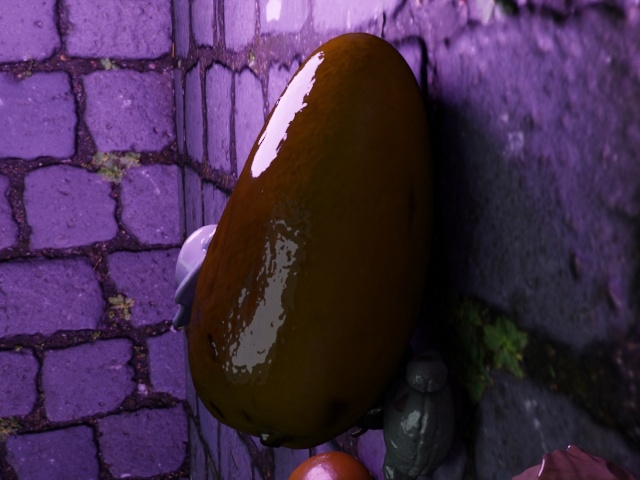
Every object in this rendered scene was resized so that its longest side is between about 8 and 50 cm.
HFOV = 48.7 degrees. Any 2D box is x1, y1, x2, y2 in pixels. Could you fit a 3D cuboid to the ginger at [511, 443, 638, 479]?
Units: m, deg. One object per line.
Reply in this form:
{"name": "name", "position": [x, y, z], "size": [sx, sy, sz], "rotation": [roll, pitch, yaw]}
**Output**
{"name": "ginger", "position": [0.184, 0.268, 0.447], "size": [0.221, 0.130, 0.276], "rotation": [162, 102, -80]}

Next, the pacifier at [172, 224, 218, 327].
{"name": "pacifier", "position": [-0.141, 0.085, 1.266], "size": [0.233, 0.244, 0.299], "rotation": [48, 155, 10]}

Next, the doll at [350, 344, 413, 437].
{"name": "doll", "position": [0.063, 0.160, 0.844], "size": [0.165, 0.057, 0.139], "rotation": [140, 137, -59]}

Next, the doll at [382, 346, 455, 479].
{"name": "doll", "position": [0.101, 0.185, 0.733], "size": [0.103, 0.071, 0.214], "rotation": [-80, -4, -46]}

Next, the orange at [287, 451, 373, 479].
{"name": "orange", "position": [0.014, 0.359, 0.928], "size": [0.156, 0.124, 0.156], "rotation": [179, 90, -69]}

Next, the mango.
{"name": "mango", "position": [0.000, 0.000, 0.752], "size": [0.301, 0.220, 0.445], "rotation": [-164, 90, -74]}
